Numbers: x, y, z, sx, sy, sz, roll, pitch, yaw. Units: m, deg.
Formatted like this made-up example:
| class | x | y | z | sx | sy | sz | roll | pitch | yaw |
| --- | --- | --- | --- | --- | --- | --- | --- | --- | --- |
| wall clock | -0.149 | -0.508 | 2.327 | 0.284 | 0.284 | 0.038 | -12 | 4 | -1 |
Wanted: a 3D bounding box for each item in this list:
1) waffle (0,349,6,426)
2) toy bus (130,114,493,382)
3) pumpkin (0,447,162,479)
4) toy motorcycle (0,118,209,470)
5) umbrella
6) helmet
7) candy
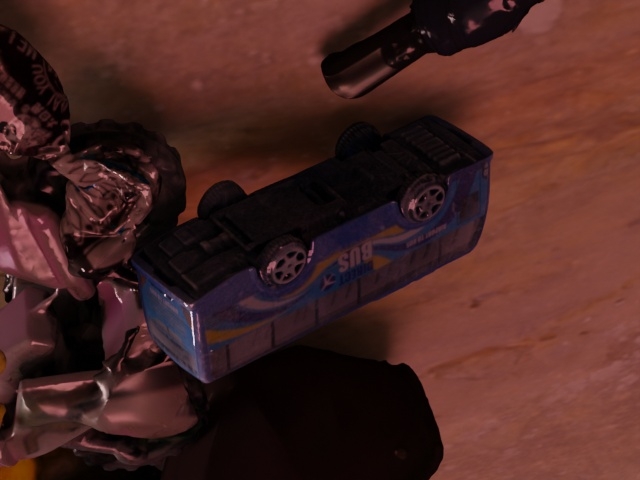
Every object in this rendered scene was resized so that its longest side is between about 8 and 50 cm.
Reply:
| class | x | y | z | sx | sy | sz | roll | pitch | yaw |
| --- | --- | --- | --- | --- | --- | --- | --- | --- | --- |
| waffle | -0.329 | 0.048 | 1.083 | 0.262 | 0.060 | 0.281 | -17 | 117 | 22 |
| toy bus | -0.002 | 0.000 | 1.105 | 0.236 | 0.079 | 0.094 | -25 | 137 | -29 |
| pumpkin | -0.210 | 0.318 | 1.477 | 0.256 | 0.225 | 0.303 | -6 | 152 | -2 |
| toy motorcycle | -0.172 | 0.053 | 1.160 | 0.188 | 0.143 | 0.327 | -8 | 139 | -6 |
| umbrella | 0.101 | -0.141 | 1.021 | 0.248 | 0.071 | 0.071 | -34 | 141 | 27 |
| helmet | -0.039 | 0.215 | 1.327 | 0.177 | 0.305 | 0.225 | 22 | 171 | -13 |
| candy | -0.177 | -0.071 | 0.993 | 0.094 | 0.051 | 0.226 | -36 | 114 | 8 |
